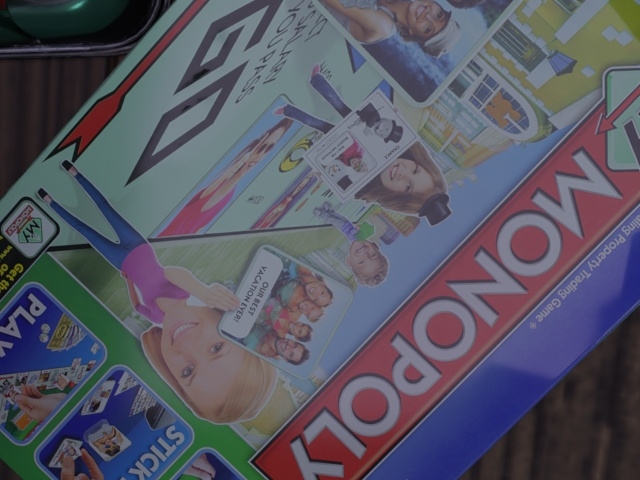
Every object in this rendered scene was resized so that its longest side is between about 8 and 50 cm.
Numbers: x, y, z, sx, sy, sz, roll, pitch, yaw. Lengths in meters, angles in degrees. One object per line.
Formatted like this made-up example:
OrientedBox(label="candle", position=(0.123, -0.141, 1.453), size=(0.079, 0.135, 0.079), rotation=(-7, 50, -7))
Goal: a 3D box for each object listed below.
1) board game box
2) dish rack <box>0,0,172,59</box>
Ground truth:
OrientedBox(label="board game box", position=(0.000, 0.000, 0.490), size=(0.213, 0.046, 0.317), rotation=(43, 101, 1))
OrientedBox(label="dish rack", position=(-0.170, -0.210, 0.475), size=(0.208, 0.074, 0.272), rotation=(0, 96, 6))
